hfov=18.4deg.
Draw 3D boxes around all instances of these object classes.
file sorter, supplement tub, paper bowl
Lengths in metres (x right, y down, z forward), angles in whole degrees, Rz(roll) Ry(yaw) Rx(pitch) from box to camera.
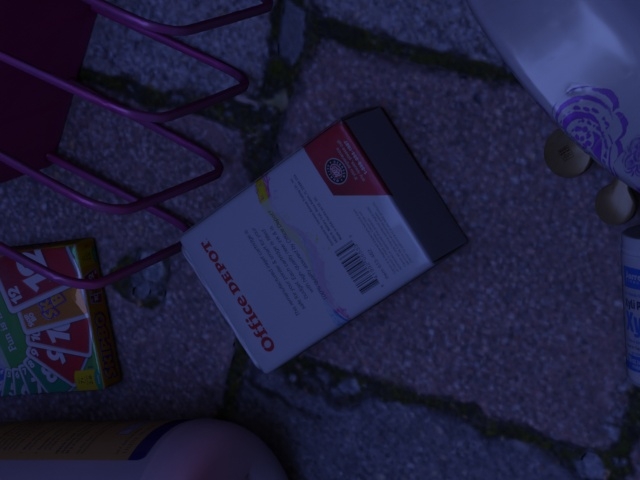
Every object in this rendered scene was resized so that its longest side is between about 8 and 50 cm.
[{"bbox_3d":[-0.159,-0.136,1.463,0.182,0.202,0.291,27,113,18],"label":"file sorter"},{"bbox_3d":[0.245,0.045,1.374,0.071,0.071,0.107,0,103,27],"label":"supplement tub"},{"bbox_3d":[0.211,-0.164,1.210,0.148,0.284,0.284,-38,82,-14],"label":"paper bowl"},{"bbox_3d":[-0.205,0.261,1.561,0.331,0.241,0.241,-3,101,28],"label":"supplement tub"}]

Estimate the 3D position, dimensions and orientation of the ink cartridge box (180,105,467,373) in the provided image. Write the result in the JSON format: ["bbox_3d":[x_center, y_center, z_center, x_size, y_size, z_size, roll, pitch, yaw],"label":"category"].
[{"bbox_3d":[0.000,0.000,1.487,0.175,0.072,0.127,-34,87,29],"label":"ink cartridge box"}]

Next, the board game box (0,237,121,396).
[{"bbox_3d":[-0.294,0.072,1.680,0.259,0.039,0.124,-6,99,31],"label":"board game box"}]

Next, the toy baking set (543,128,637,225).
[{"bbox_3d":[0.256,-0.108,1.351,0.256,0.030,0.197,0,101,27],"label":"toy baking set"}]
